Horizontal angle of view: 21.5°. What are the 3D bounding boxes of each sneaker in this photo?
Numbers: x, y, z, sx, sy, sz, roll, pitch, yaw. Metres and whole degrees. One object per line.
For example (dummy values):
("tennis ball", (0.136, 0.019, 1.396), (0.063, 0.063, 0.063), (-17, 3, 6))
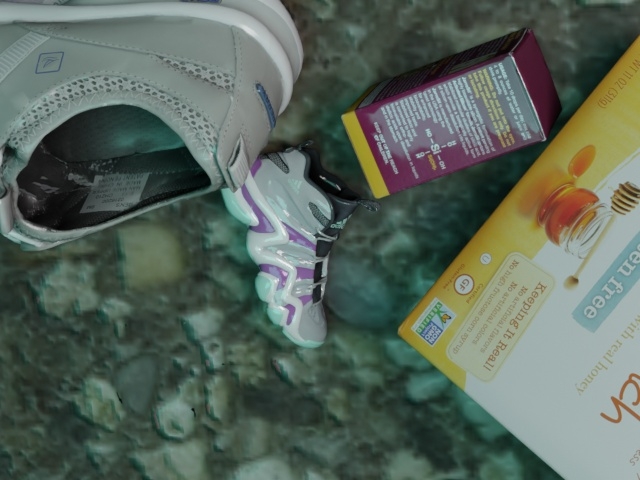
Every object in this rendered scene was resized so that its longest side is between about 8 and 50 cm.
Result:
("sneaker", (0.000, 0.000, 0.797), (0.069, 0.038, 0.098), (-19, 102, 22))
("sneaker", (-0.151, -0.048, 0.767), (0.281, 0.115, 0.105), (-12, 130, 19))

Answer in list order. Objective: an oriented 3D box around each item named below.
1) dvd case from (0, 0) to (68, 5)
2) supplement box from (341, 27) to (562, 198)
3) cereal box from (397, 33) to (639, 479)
("dvd case", (-0.163, -0.214, 0.783), (0.221, 0.018, 0.164), (39, 114, 0))
("supplement box", (0.059, -0.057, 0.752), (0.083, 0.055, 0.043), (-19, 102, 22))
("cereal box", (0.175, 0.049, 0.690), (0.240, 0.047, 0.173), (40, 93, 23))
